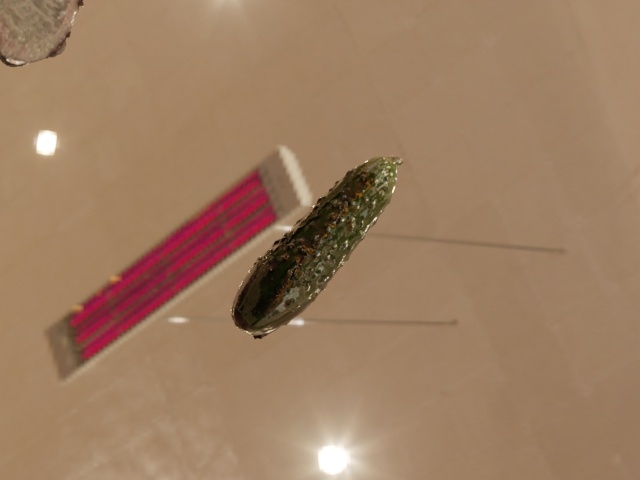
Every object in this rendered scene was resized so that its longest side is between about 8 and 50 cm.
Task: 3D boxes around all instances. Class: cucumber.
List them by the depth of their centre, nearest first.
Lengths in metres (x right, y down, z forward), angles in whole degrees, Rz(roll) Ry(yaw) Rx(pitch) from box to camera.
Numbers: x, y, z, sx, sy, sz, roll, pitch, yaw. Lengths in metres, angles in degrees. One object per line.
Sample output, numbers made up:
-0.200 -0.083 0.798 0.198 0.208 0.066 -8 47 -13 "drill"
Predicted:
0.000 0.000 1.374 0.069 0.069 0.227 30 -109 36 "cucumber"

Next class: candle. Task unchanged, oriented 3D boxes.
-0.274 -0.270 1.386 0.068 0.168 0.192 29 -103 39 "candle"
